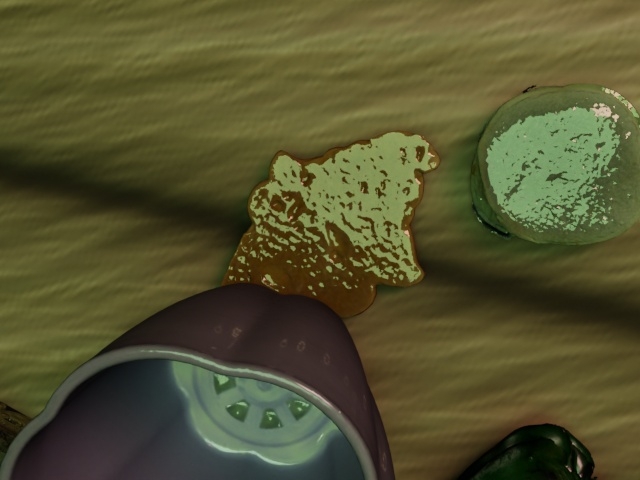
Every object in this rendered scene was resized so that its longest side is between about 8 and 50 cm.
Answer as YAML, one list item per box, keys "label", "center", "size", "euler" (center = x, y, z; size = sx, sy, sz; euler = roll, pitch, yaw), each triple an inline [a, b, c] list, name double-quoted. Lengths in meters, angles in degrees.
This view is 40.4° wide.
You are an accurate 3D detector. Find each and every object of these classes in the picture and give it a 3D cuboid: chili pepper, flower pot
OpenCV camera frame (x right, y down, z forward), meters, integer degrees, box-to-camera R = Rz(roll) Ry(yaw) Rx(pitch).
- label: "chili pepper"
  center: [0.189, 0.224, 0.673]
  size: [0.261, 0.174, 0.165]
  euler: [-40, 62, 11]
- label: "flower pot"
  center: [-0.064, 0.160, 0.656]
  size: [0.265, 0.243, 0.265]
  euler: [2, 104, 7]

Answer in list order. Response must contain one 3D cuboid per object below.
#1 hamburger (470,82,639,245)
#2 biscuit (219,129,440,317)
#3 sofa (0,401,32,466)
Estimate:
- label: "hamburger"
  center: [0.190, -0.060, 0.698]
  size: [0.140, 0.062, 0.133]
  euler: [-5, 98, 8]
- label: "biscuit"
  center: [0.000, 0.000, 0.748]
  size: [0.250, 0.035, 0.162]
  euler: [-40, 86, 11]
- label: "sofa"
  center: [-0.359, 0.237, 0.755]
  size: [0.258, 0.182, 0.200]
  euler: [28, 98, 7]
